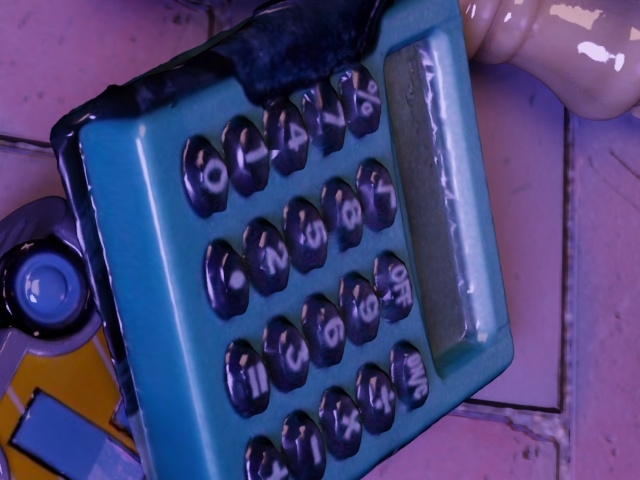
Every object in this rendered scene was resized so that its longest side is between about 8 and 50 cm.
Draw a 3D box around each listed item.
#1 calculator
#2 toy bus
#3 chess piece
[{"bbox_3d":[0.000,0.000,0.912,0.274,0.058,0.248,-30,115,-46],"label":"calculator"},{"bbox_3d":[-0.142,0.094,0.888,0.136,0.126,0.209,35,64,-23],"label":"toy bus"},{"bbox_3d":[0.076,-0.145,1.046,0.397,0.117,0.117,17,70,-17],"label":"chess piece"}]
